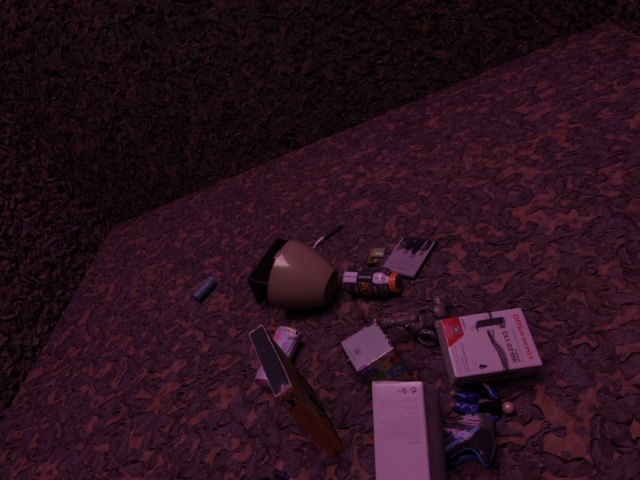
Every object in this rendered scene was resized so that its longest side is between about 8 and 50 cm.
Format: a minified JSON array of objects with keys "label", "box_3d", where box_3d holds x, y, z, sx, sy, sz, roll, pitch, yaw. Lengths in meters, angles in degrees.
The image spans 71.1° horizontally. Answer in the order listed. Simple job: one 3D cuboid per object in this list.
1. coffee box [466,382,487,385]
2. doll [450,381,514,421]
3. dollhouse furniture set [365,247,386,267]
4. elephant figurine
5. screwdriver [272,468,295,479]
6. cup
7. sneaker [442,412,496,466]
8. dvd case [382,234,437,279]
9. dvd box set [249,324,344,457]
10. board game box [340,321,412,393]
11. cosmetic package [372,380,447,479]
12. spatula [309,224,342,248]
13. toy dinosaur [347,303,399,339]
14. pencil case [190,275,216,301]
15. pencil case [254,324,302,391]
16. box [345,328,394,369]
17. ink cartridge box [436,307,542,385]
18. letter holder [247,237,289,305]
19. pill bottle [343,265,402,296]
[{"label":"coffee box","box_3d":[0.518,0.415,1.556,0.113,0.040,0.184,-8,40,24]},{"label":"doll","box_3d":[0.515,0.515,1.423,0.189,0.046,0.129,0,67,32]},{"label":"dollhouse furniture set","box_3d":[0.259,0.072,2.146,0.076,0.058,0.151,-5,42,30]},{"label":"elephant figurine","box_3d":[0.395,0.312,1.689,0.239,0.186,0.169,-37,-10,36]},{"label":"screwdriver","box_3d":[-0.095,0.808,1.515,0.170,0.025,0.024,1,45,37]},{"label":"cup","box_3d":[-0.059,0.183,2.054,0.237,0.331,0.331,17,52,19]},{"label":"sneaker","box_3d":[0.356,0.604,1.367,0.341,0.125,0.139,-11,44,27]},{"label":"dvd case","box_3d":[0.408,0.074,2.066,0.179,0.029,0.238,10,52,42]},{"label":"dvd box set","box_3d":[-0.081,0.514,1.527,0.062,0.420,0.307,-34,35,-6]},{"label":"board game box","box_3d":[0.206,0.440,1.541,0.142,0.275,0.144,-32,35,-3]},{"label":"cosmetic package","box_3d":[0.254,0.599,1.249,0.156,0.217,0.384,-9,65,25]},{"label":"spatula","box_3d":[0.000,0.000,2.441,0.296,0.030,0.084,-36,37,-10]},{"label":"toy dinosaur","box_3d":[0.224,0.338,1.842,0.268,0.064,0.118,-27,51,1]},{"label":"pencil case","box_3d":[-0.657,0.274,2.531,0.070,0.064,0.151,21,57,29]},{"label":"pencil case","box_3d":[-0.172,0.494,1.879,0.124,0.113,0.273,-11,39,38]},{"label":"box","box_3d":[0.183,0.409,1.701,0.191,0.045,0.184,-32,-3,-1]},{"label":"ink cartridge box","box_3d":[0.543,0.347,1.462,0.273,0.114,0.197,-8,58,1]},{"label":"letter holder","box_3d":[-0.203,0.175,2.236,0.152,0.214,0.301,10,45,23]},{"label":"pill bottle","box_3d":[0.233,0.180,1.969,0.246,0.130,0.130,-1,44,35]}]
